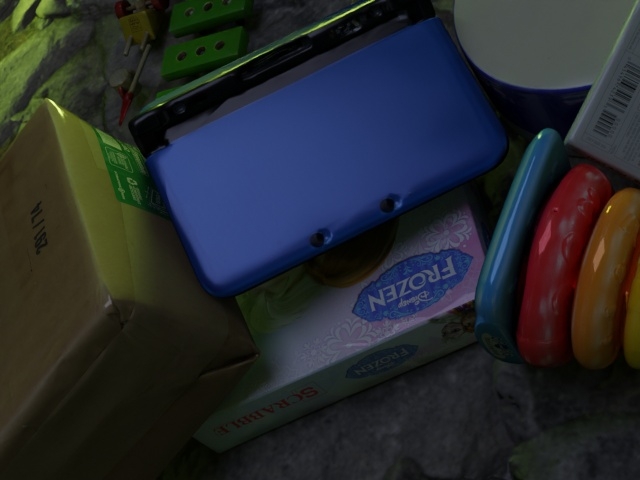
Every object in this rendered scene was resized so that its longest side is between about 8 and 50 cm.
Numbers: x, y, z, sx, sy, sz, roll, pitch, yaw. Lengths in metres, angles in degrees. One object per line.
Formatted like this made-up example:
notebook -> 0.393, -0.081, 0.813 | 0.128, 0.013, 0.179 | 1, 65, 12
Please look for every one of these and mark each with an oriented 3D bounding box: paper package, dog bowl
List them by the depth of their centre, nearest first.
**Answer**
dog bowl -> 0.259, -0.213, 1.030 | 0.265, 0.104, 0.265 | -17, 53, 24
paper package -> -0.242, 0.084, 1.068 | 0.309, 0.168, 0.325 | -49, 40, 17

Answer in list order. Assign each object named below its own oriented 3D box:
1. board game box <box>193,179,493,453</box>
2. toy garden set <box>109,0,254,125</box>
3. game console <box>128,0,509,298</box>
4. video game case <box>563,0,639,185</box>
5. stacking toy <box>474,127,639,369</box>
board game box -> 0.000, 0.000, 1.088 | 0.318, 0.066, 0.318 | -27, 50, 17
toy garden set -> -0.168, -0.230, 1.368 | 0.204, 0.049, 0.244 | -11, 56, 26
game console -> -0.011, -0.102, 1.053 | 0.293, 0.173, 0.250 | -25, 11, -1
video game case -> 0.323, -0.124, 0.889 | 0.193, 0.023, 0.212 | 27, 84, 1
stacking toy -> 0.279, 0.043, 0.840 | 0.302, 0.175, 0.166 | 15, 75, 24
